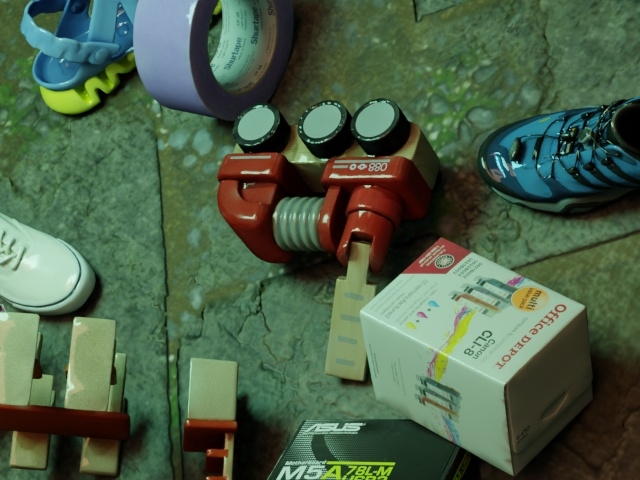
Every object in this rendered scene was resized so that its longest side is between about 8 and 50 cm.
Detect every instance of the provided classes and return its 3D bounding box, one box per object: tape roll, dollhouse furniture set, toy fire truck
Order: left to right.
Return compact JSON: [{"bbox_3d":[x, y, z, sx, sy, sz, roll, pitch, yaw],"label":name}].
[{"bbox_3d":[-0.213,0.185,1.794,0.259,0.262,0.135,5,68,-3],"label":"dollhouse furniture set"},{"bbox_3d":[-0.116,-0.230,1.961,0.080,0.189,0.189,13,74,34],"label":"tape roll"},{"bbox_3d":[0.000,0.000,1.831,0.217,0.158,0.246,1,57,29],"label":"toy fire truck"}]

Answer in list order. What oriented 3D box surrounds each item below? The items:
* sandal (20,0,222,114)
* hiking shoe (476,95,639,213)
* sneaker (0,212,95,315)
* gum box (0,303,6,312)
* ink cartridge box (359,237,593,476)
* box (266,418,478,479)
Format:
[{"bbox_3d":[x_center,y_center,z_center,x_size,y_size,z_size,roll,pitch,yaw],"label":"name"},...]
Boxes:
[{"bbox_3d":[-0.226,-0.282,2.081,0.317,0.138,0.126,-41,52,4],"label":"sandal"},{"bbox_3d":[0.283,-0.099,1.712,0.304,0.132,0.113,-2,66,28],"label":"hiking shoe"},{"bbox_3d":[-0.371,0.013,2.046,0.258,0.091,0.094,21,78,35],"label":"sneaker"},{"bbox_3d":[-0.424,0.151,1.943,0.188,0.107,0.062,-15,40,-17],"label":"gum box"},{"bbox_3d":[0.149,0.107,1.668,0.176,0.127,0.128,26,53,35],"label":"ink cartridge box"},{"bbox_3d":[0.037,0.239,1.688,0.191,0.045,0.184,-3,34,29],"label":"box"}]
